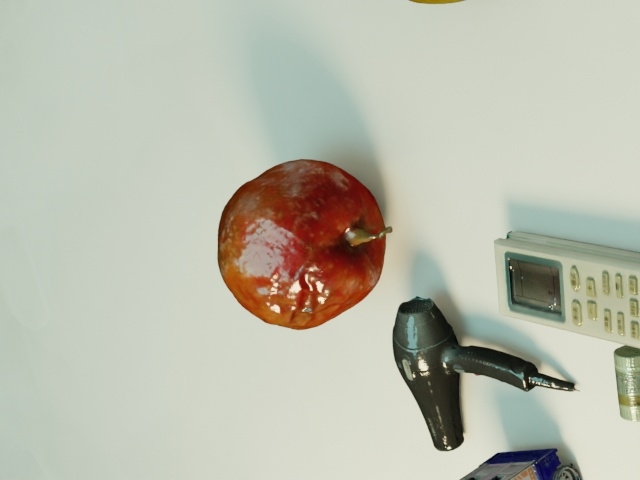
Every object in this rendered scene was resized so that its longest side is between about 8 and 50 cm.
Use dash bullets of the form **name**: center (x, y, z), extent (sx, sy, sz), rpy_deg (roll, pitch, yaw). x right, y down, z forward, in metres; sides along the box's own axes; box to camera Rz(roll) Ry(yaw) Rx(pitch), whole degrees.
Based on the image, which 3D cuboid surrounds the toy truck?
- **toy truck**: center (0.278, 0.419, 1.623), extent (0.124, 0.155, 0.268), rpy_deg (-18, 93, 52)

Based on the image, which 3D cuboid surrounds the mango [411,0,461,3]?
- **mango**: center (0.134, -0.352, 1.490), extent (0.227, 0.099, 0.136), rpy_deg (21, 116, 33)

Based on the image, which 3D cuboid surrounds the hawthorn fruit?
- **hawthorn fruit**: center (0.000, 0.000, 1.709), extent (0.272, 0.242, 0.242), rpy_deg (-13, 97, 41)

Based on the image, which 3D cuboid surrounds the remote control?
- **remote control**: center (0.326, 0.061, 1.481), extent (0.277, 0.055, 0.103), rpy_deg (12, 115, 46)

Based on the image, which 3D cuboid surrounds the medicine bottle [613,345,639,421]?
- **medicine bottle**: center (0.376, 0.169, 1.480), extent (0.047, 0.047, 0.083), rpy_deg (7, 112, 48)

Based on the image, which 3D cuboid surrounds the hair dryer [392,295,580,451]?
- **hair dryer**: center (0.220, 0.198, 1.658), extent (0.272, 0.091, 0.235), rpy_deg (7, 122, 44)
